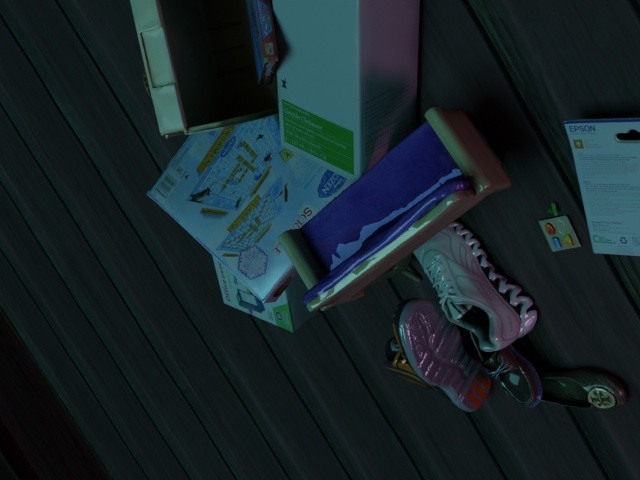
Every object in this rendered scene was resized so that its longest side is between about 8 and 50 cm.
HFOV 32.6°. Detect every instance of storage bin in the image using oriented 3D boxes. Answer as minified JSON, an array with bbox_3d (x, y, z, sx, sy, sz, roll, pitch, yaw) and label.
[{"bbox_3d":[-0.192,-0.321,1.849,0.123,0.260,0.262,-8,99,23],"label":"storage bin"}]

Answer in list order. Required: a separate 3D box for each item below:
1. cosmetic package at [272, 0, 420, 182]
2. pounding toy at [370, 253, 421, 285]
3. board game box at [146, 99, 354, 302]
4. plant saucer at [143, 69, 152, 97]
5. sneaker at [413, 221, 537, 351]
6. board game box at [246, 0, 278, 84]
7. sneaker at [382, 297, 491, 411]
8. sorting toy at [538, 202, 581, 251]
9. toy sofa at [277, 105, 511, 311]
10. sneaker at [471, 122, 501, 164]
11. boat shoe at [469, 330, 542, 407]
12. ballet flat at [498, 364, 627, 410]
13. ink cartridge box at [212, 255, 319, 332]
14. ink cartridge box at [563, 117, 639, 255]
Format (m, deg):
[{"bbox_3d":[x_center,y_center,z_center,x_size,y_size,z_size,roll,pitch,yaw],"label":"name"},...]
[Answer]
[{"bbox_3d":[0.042,-0.303,1.766,0.197,0.155,0.366,28,137,35],"label":"cosmetic package"},{"bbox_3d":[0.106,0.023,1.996,0.130,0.141,0.100,51,146,28],"label":"pounding toy"},{"bbox_3d":[-0.110,-0.106,2.011,0.318,0.066,0.319,43,103,16],"label":"board game box"},{"bbox_3d":[-0.337,-0.324,2.278,0.083,0.013,0.084,27,135,30],"label":"plant saucer"},{"bbox_3d":[0.238,0.068,1.884,0.292,0.118,0.110,46,145,13],"label":"sneaker"},{"bbox_3d":[-0.106,-0.410,1.799,0.145,0.027,0.282,133,129,-82],"label":"board game box"},{"bbox_3d":[0.171,0.201,1.992,0.180,0.125,0.321,16,153,42],"label":"sneaker"},{"bbox_3d":[0.375,-0.021,1.747,0.062,0.012,0.083,-12,110,51],"label":"sorting toy"},{"bbox_3d":[0.098,-0.044,1.700,0.362,0.177,0.150,-39,74,31],"label":"toy sofa"},{"bbox_3d":[0.159,-0.095,1.824,0.302,0.108,0.121,-38,71,32],"label":"sneaker"},{"bbox_3d":[0.313,0.215,1.906,0.066,0.066,0.183,-51,56,27],"label":"boat shoe"},{"bbox_3d":[0.410,0.257,1.894,0.249,0.058,0.084,6,123,45],"label":"ballet flat"},{"bbox_3d":[-0.117,0.081,2.300,0.212,0.093,0.154,21,133,38],"label":"ink cartridge box"},{"bbox_3d":[0.473,-0.081,1.565,0.223,0.045,0.224,5,121,45],"label":"ink cartridge box"}]
